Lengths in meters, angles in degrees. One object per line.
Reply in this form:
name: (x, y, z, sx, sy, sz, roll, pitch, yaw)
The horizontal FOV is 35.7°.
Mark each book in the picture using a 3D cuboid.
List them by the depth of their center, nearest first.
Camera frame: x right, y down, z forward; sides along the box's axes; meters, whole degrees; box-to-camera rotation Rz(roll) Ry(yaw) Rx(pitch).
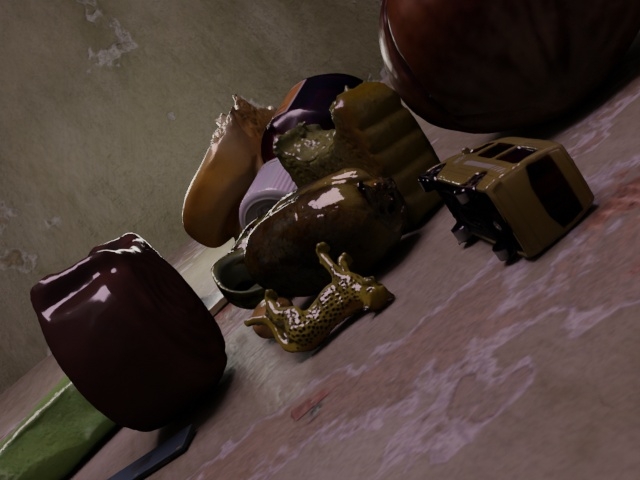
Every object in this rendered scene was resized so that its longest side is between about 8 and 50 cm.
book: (-0.322, 0.215, 2.032, 0.322, 0.018, 0.228, -43, 10, -22)

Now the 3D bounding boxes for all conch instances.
conch: (-0.089, 0.042, 1.702, 0.181, 0.124, 0.187, -28, 39, 0)

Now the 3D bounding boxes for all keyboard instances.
keyboard: (-0.242, 0.310, 1.360, 0.176, 0.014, 0.055, -35, 12, 20)

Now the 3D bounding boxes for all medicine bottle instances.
medicine bottle: (-0.022, -0.147, 1.923, 0.242, 0.242, 0.395, -31, 17, 39)

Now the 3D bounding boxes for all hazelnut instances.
hazelnut: (0.275, -0.337, 1.451, 0.409, 0.359, 0.359, -40, 10, 16)

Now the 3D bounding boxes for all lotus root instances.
lotus root: (0.000, 0.000, 1.450, 0.275, 0.160, 0.152, -25, 29, 43)

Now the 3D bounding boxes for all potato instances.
potato: (-0.070, 0.111, 1.483, 0.083, 0.062, 0.068, 111, 173, -64)

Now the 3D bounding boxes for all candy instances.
candy: (-0.428, 0.304, 1.711, 0.142, 0.132, 0.343, 3, 40, 51)

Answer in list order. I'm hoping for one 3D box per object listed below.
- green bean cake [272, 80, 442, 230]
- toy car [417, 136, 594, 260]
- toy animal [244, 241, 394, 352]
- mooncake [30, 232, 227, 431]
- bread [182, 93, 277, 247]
green bean cake: (0.064, -0.119, 1.543, 0.124, 0.233, 0.236, -39, 9, -32)
toy car: (0.207, -0.058, 1.134, 0.124, 0.101, 0.256, -35, 12, -2)
toy animal: (-0.004, 0.091, 1.293, 0.181, 0.073, 0.136, -38, 44, 1)
mooncake: (-0.276, 0.121, 1.488, 0.174, 0.334, 0.326, -36, -29, 8)
bread: (-0.134, -0.141, 2.168, 0.424, 0.245, 0.329, -46, -33, -65)
